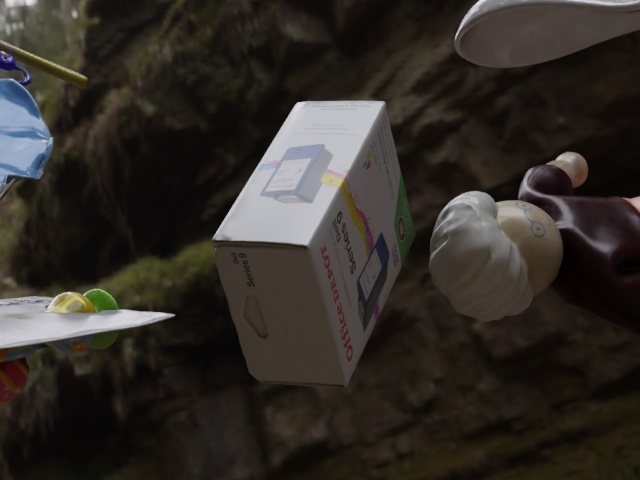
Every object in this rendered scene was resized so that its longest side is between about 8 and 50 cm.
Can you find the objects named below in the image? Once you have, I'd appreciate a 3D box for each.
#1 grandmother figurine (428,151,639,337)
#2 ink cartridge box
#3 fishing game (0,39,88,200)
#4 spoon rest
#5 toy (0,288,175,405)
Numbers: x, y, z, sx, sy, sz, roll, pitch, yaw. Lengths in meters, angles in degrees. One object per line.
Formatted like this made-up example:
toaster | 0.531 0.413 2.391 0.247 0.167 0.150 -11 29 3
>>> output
grandmother figurine | 0.221 0.002 1.054 0.342 0.208 0.104 -3 -57 -32
ink cartridge box | 0.000 0.000 1.240 0.093 0.212 0.154 3 -52 24
fishing game | -0.221 -0.067 0.706 0.189 0.264 0.041 25 -59 14
spoon rest | 0.247 -0.219 1.327 0.276 0.084 0.137 -26 -26 33
toy | -0.219 0.073 0.916 0.136 0.056 0.237 6 10 34
